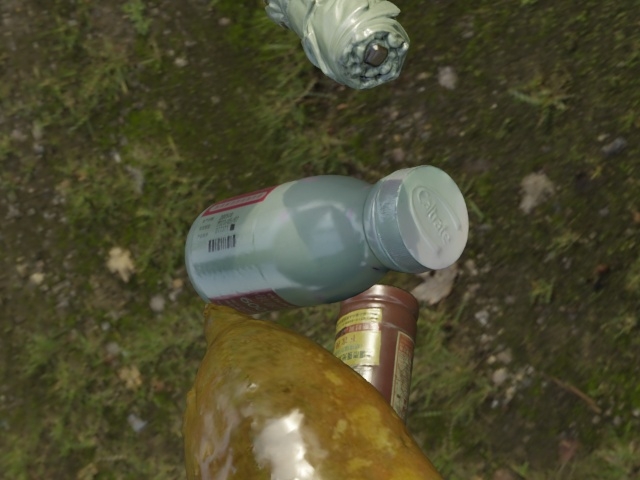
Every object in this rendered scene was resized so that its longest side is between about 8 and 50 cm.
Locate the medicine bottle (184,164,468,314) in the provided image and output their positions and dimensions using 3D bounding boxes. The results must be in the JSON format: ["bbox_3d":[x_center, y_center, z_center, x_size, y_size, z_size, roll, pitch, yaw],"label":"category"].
[{"bbox_3d":[0.000,0.000,0.769,0.217,0.090,0.090,-11,103,48],"label":"medicine bottle"}]

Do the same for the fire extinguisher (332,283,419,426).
[{"bbox_3d":[0.054,0.165,0.968,0.106,0.252,0.075,10,149,-2],"label":"fire extinguisher"}]

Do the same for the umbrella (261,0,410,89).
[{"bbox_3d":[0.002,-0.140,0.633,0.067,0.062,0.143,-32,48,4],"label":"umbrella"}]

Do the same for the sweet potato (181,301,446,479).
[{"bbox_3d":[0.011,0.177,0.648,0.158,0.158,0.369,-45,67,36],"label":"sweet potato"}]
